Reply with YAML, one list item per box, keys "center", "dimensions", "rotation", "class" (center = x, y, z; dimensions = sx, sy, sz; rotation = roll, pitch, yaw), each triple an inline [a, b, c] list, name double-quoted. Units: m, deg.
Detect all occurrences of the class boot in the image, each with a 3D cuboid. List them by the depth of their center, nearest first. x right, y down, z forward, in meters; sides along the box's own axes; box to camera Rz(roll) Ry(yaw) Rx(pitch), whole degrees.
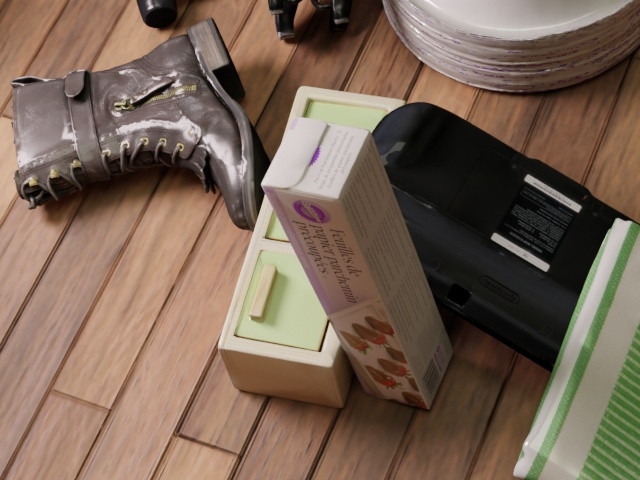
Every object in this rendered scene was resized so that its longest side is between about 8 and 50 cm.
- center: [-0.171, -0.079, 1.485]
  dimensions: [0.229, 0.091, 0.263]
  rotation: [-21, 55, 2]
  class: "boot"

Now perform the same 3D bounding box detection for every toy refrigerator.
- center: [0.000, 0.000, 1.397]
  dimensions: [0.102, 0.094, 0.269]
  rotation: [10, 62, 13]
  class: "toy refrigerator"

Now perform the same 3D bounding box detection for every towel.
- center: [0.336, 0.149, 1.248]
  dimensions: [0.325, 0.038, 0.248]
  rotation: [25, 66, 2]
  class: "towel"

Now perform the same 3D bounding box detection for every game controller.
- center: [0.169, 0.007, 1.346]
  dimensions: [0.319, 0.067, 0.166]
  rotation: [32, 51, 3]
  class: "game controller"

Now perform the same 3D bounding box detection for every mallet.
- center: [-0.097, -0.270, 1.606]
  dimensions: [0.189, 0.039, 0.062]
  rotation: [-21, 62, -9]
  class: "mallet"

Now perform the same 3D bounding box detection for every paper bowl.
- center: [0.191, -0.293, 1.511]
  dimensions: [0.284, 0.148, 0.284]
  rotation: [-4, 59, 7]
  class: "paper bowl"

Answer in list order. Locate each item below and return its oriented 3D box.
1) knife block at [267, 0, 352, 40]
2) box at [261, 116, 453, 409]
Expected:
- center: [0.004, -0.337, 1.542]
  dimensions: [0.088, 0.242, 0.276]
  rotation: [8, 46, -3]
  class: "knife block"
- center: [0.037, 0.028, 1.242]
  dimensions: [0.063, 0.324, 0.067]
  rotation: [12, 63, 24]
  class: "box"
